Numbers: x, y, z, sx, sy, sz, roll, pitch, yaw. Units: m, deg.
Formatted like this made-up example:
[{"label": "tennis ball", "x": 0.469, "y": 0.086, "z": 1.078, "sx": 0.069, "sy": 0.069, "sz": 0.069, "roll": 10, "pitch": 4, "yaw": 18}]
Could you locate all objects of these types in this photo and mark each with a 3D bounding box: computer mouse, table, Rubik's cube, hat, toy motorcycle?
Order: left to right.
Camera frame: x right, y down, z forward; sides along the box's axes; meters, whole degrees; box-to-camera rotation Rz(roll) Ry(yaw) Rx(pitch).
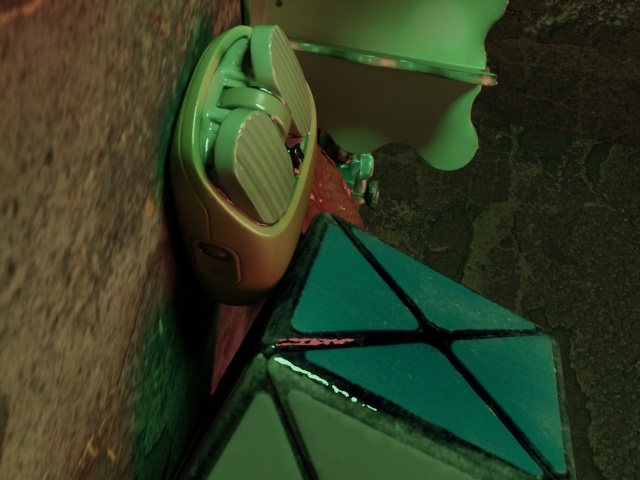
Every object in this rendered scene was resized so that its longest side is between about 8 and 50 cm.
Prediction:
[{"label": "computer mouse", "x": -0.049, "y": -0.042, "z": 0.658, "sx": 0.236, "sy": 0.082, "sz": 0.145, "roll": 95, "pitch": 9, "yaw": -60}, {"label": "hat", "x": 0.000, "y": 0.000, "z": 1.154, "sx": 0.286, "sy": 0.107, "sz": 0.237, "roll": 18, "pitch": 73, "yaw": -73}, {"label": "toy motorcycle", "x": 0.034, "y": -0.093, "z": 1.354, "sx": 0.198, "sy": 0.109, "sz": 0.296, "roll": -76, "pitch": 176, "yaw": -48}, {"label": "Rubik's cube", "x": 0.036, "y": 0.167, "z": 0.753, "sx": 0.255, "sy": 0.260, "sz": 0.259, "roll": -58, "pitch": -173, "yaw": 27}, {"label": "table", "x": 0.043, "y": -0.151, "z": 0.746, "sx": 0.166, "sy": 0.198, "sz": 0.167, "roll": 11, "pitch": 90, "yaw": -85}]
